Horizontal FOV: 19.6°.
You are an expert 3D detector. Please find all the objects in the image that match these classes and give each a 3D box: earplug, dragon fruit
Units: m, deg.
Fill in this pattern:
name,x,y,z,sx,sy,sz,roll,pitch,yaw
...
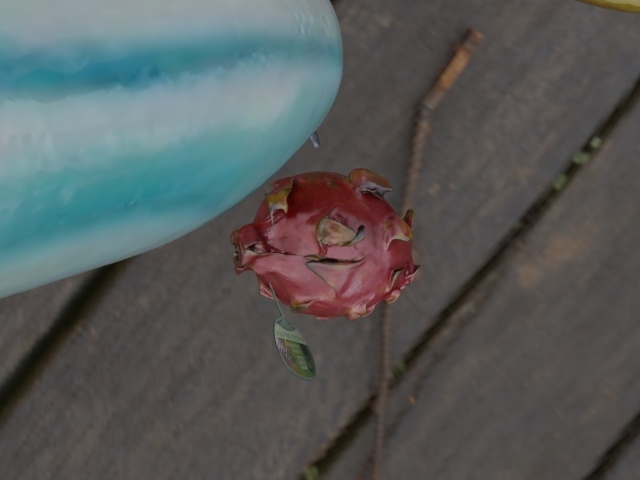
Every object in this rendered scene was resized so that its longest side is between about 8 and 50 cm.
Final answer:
name,x,y,z,sx,sy,sz,roll,pitch,yaw
earplug,-0.114,-0.055,0.682,0.324,0.185,0.185,-15,112,-43
dragon fruit,0.000,0.000,1.538,0.166,0.133,0.136,0,133,-27

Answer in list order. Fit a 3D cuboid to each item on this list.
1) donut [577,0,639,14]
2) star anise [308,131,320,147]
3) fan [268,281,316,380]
name,x,y,z,sx,sy,sz,roll,pitch,yaw
donut,0.182,-0.251,1.073,0.360,0.360,0.170,10,121,-14
star anise,-0.091,-0.141,1.422,0.061,0.204,0.181,-56,145,-19
fan,-0.021,0.076,1.413,0.003,0.080,0.060,-27,132,19
